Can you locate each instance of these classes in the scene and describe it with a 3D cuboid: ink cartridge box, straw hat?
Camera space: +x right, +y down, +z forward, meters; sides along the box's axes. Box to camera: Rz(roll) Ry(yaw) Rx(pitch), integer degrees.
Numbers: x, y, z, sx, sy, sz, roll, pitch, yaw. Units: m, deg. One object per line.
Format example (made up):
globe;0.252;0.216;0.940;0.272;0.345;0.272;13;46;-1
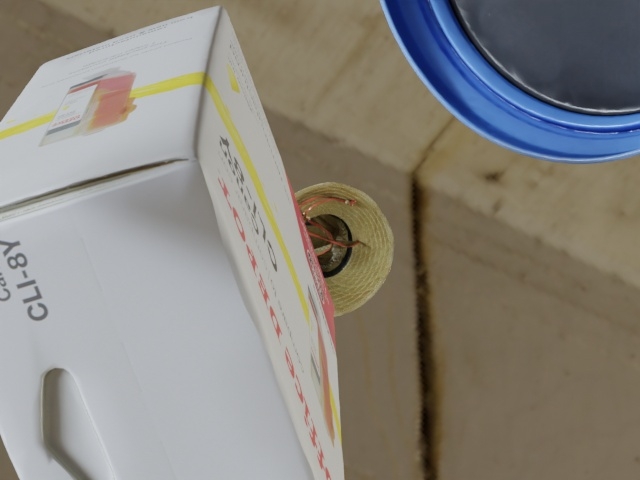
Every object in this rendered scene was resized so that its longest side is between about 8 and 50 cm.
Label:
ink cartridge box;-0.097;0.031;0.955;0.385;0.160;0.279;-92;-16;-69
straw hat;0.000;0.000;1.432;0.144;0.144;0.061;23;-167;-25

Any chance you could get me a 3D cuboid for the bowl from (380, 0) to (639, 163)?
bowl;0.222;-0.261;1.210;0.391;0.391;0.077;48;-143;15
